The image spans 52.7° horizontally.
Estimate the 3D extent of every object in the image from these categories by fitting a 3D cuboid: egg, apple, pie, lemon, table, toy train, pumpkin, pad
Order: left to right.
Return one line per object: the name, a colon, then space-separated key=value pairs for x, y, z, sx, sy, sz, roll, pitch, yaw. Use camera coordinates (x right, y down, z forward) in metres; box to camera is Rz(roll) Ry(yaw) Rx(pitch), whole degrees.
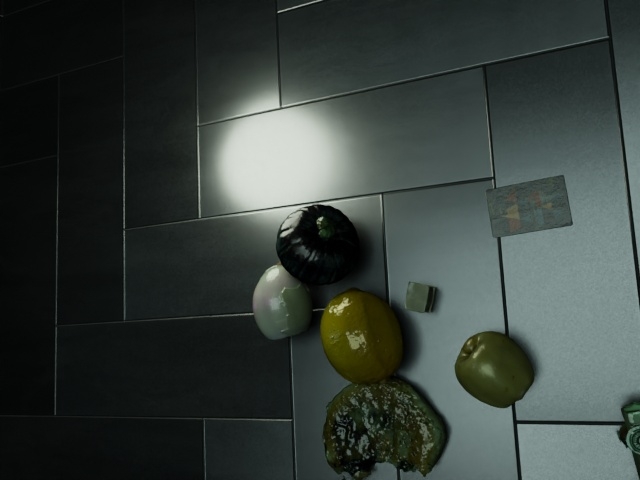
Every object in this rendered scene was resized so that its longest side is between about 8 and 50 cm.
egg: x=-0.118 y=0.183 z=1.949 sx=0.183 sy=0.183 sz=0.217 roll=-15 pitch=89 yaw=23
pumpkin: x=0.000 y=0.000 z=1.876 sx=0.248 sy=0.248 sz=0.248 roll=-3 pitch=82 yaw=25
lemon: x=0.115 y=0.270 z=1.809 sx=0.236 sy=0.236 sz=0.263 roll=-50 pitch=44 yaw=12
pie: x=0.171 y=0.535 z=1.836 sx=0.371 sy=0.078 sz=0.297 roll=-15 pitch=76 yaw=24
table: x=0.283 y=0.161 z=1.822 sx=0.062 sy=0.083 sz=0.079 roll=11 pitch=89 yaw=27
apple: x=0.447 y=0.333 z=1.673 sx=0.200 sy=0.200 sz=0.200 roll=-3 pitch=82 yaw=25
pad: x=0.566 y=-0.091 z=1.766 sx=0.211 sy=0.003 sz=0.143 roll=-11 pitch=79 yaw=24
toy train: x=0.805 y=0.538 z=1.511 sx=0.159 sy=0.129 sz=0.326 roll=-14 pitch=77 yaw=17

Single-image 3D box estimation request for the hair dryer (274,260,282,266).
hair dryer: x=-0.120 y=0.087 z=2.041 sx=0.181 sy=0.064 sz=0.117 roll=-41 pitch=70 yaw=24
